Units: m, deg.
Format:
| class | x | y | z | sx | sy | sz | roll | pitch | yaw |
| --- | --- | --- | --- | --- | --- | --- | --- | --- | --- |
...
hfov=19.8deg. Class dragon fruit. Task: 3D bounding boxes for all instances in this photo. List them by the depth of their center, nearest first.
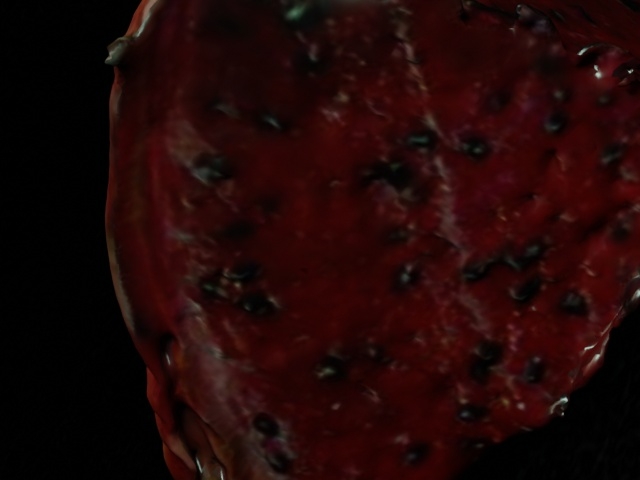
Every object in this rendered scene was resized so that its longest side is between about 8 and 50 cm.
| class | x | y | z | sx | sy | sz | roll | pitch | yaw |
| --- | --- | --- | --- | --- | --- | --- | --- | --- | --- |
| dragon fruit | -0.002 | -0.005 | 0.891 | 0.228 | 0.286 | 0.329 | -108 | 36 | -60 |
